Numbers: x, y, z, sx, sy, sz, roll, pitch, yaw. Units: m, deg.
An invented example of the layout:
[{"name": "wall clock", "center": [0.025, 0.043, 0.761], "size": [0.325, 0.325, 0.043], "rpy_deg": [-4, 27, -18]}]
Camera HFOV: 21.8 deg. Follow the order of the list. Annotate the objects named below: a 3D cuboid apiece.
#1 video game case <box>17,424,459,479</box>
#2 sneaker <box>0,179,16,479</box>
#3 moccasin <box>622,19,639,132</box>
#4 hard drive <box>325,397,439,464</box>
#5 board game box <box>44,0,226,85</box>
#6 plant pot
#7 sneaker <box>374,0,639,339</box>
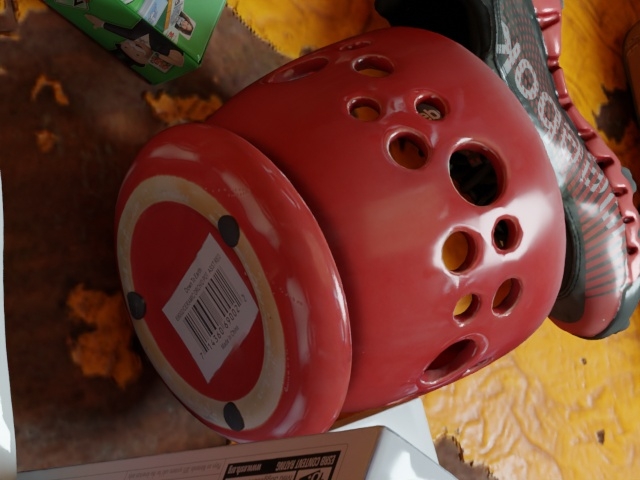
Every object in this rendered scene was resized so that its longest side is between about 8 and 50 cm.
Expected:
[{"name": "video game case", "center": [-0.084, 0.204, 0.660], "size": [0.061, 0.269, 0.244], "rpy_deg": [39, 56, -30]}, {"name": "sneaker", "center": [-0.224, 0.009, 0.708], "size": [0.161, 0.102, 0.282], "rpy_deg": [-3, 81, -39]}, {"name": "moccasin", "center": [0.324, 0.006, 1.159], "size": [0.139, 0.147, 0.380], "rpy_deg": [1, 78, -41]}, {"name": "hard drive", "center": [0.017, 0.265, 0.889], "size": [0.210, 0.040, 0.319], "rpy_deg": [-15, 89, -43]}, {"name": "board game box", "center": [-0.105, -0.274, 0.924], "size": [0.213, 0.046, 0.317], "rpy_deg": [38, 56, -29]}, {"name": "plant pot", "center": [0.000, 0.000, 0.851], "size": [0.174, 0.191, 0.191], "rpy_deg": [-21, 93, -36]}, {"name": "sneaker", "center": [0.111, -0.061, 1.023], "size": [0.135, 0.097, 0.276], "rpy_deg": [-19, 89, -43]}]
